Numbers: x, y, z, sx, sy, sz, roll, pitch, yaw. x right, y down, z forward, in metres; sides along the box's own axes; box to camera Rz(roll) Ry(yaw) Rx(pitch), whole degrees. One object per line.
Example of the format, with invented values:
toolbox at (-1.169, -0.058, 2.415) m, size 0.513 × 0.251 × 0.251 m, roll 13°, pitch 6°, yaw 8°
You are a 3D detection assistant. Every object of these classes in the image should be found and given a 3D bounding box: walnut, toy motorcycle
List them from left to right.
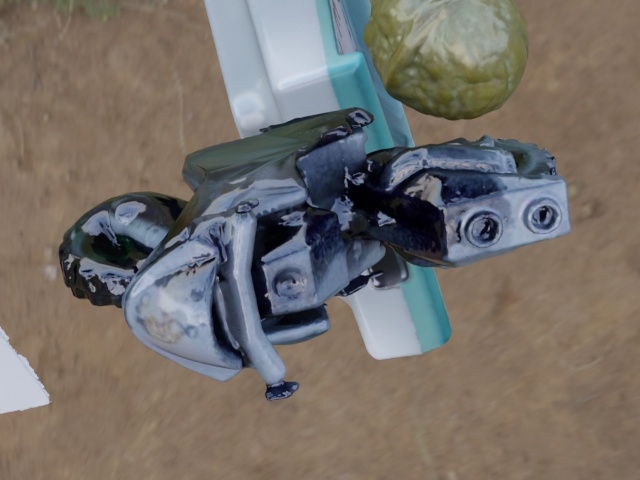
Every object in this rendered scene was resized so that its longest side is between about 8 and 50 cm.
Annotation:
toy motorcycle at (0.000, 0.000, 0.969) m, size 0.270 × 0.159 × 0.106 m, roll -11°, pitch 114°, yaw -4°
walnut at (0.064, -0.100, 0.939) m, size 0.092 × 0.092 × 0.092 m, roll 2°, pitch 79°, yaw -9°

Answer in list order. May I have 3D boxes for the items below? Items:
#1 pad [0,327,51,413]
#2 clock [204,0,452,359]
pad at (-0.272, 0.050, 1.109) m, size 0.156 × 0.232 × 0.004 m, roll -11°, pitch 51°, yaw 12°
clock at (-0.001, -0.076, 1.311) m, size 0.116 × 0.262 × 0.231 m, roll -16°, pitch 41°, yaw 7°
